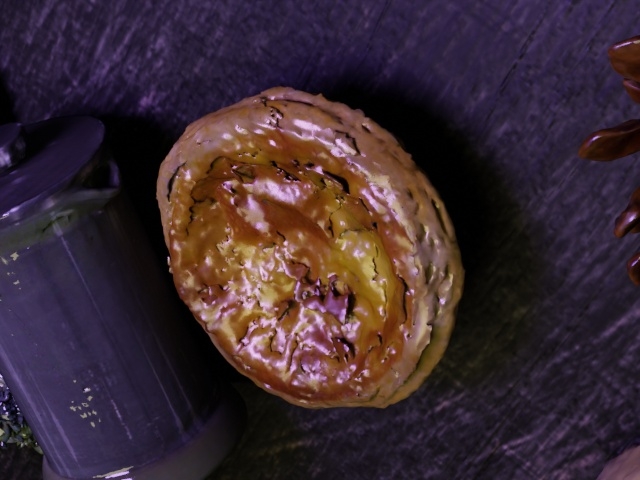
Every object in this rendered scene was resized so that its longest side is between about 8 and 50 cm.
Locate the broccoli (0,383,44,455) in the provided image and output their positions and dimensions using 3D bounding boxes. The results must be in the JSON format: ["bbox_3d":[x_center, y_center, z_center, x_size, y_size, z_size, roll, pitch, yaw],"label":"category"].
[{"bbox_3d":[-0.326,0.172,1.698,0.167,0.160,0.154,33,158,38],"label":"broccoli"}]

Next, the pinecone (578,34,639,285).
[{"bbox_3d":[0.281,-0.038,1.112,0.228,0.202,0.201,12,93,27],"label":"pinecone"}]

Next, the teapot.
[{"bbox_3d":[-0.237,0.055,1.516,0.270,0.200,0.337,-1,123,37],"label":"teapot"}]

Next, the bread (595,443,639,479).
[{"bbox_3d":[0.281,0.161,1.216,0.279,0.248,0.315,10,120,28],"label":"bread"}]

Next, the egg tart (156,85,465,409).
[{"bbox_3d":[0.000,0.000,1.392,0.290,0.115,0.290,17,125,26],"label":"egg tart"}]
